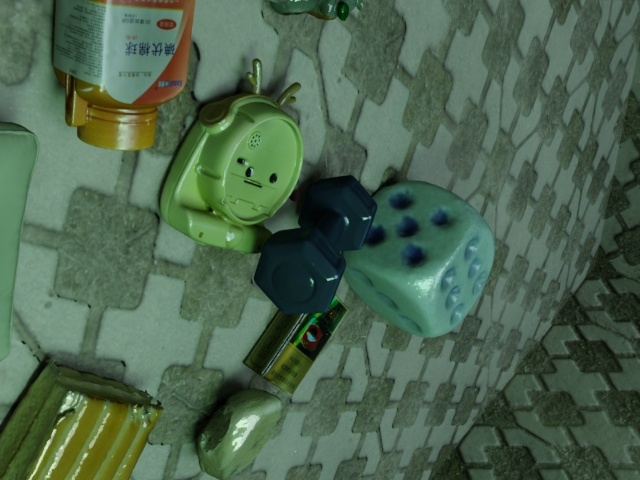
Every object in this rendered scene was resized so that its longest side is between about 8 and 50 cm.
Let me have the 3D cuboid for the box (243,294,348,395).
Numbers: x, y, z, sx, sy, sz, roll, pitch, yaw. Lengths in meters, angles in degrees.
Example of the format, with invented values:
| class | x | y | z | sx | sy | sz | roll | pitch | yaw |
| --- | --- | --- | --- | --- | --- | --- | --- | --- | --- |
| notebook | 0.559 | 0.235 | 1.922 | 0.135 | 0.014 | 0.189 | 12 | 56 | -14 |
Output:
| class | x | y | z | sx | sy | sz | roll | pitch | yaw |
| --- | --- | --- | --- | --- | --- | --- | --- | --- | --- |
| box | -0.049 | 0.206 | 1.540 | 0.240 | 0.071 | 0.159 | -56 | 144 | -10 |

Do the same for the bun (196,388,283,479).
| class | x | y | z | sx | sy | sz | roll | pitch | yaw |
| --- | --- | --- | --- | --- | --- | --- | --- | --- | --- |
| bun | -0.175 | 0.393 | 1.463 | 0.210 | 0.116 | 0.237 | -44 | 158 | -30 |

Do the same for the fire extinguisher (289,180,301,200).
| class | x | y | z | sx | sy | sz | roll | pitch | yaw |
| --- | --- | --- | --- | --- | --- | --- | --- | --- | --- |
| fire extinguisher | -0.064 | -0.114 | 1.334 | 0.046 | 0.032 | 0.100 | -15 | 134 | -6 |

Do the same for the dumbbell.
| class | x | y | z | sx | sy | sz | roll | pitch | yaw |
| --- | --- | --- | --- | --- | --- | --- | --- | --- | --- |
| dumbbell | 0.000 | 0.000 | 1.289 | 0.325 | 0.144 | 0.160 | -54 | 165 | -59 |

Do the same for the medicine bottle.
| class | x | y | z | sx | sy | sz | roll | pitch | yaw |
| --- | --- | --- | --- | --- | --- | --- | --- | --- | --- |
| medicine bottle | -0.253 | -0.236 | 0.899 | 0.149 | 0.112 | 0.222 | -16 | 126 | -48 |

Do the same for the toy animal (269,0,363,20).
| class | x | y | z | sx | sy | sz | roll | pitch | yaw |
| --- | --- | --- | --- | --- | --- | --- | --- | --- | --- |
| toy animal | -0.021 | -0.411 | 1.126 | 0.236 | 0.138 | 0.108 | -15 | 169 | -21 |

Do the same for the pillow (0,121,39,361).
| class | x | y | z | sx | sy | sz | roll | pitch | yaw |
| --- | --- | --- | --- | --- | --- | --- | --- | --- | --- |
| pillow | -0.458 | 0.017 | 0.792 | 0.255 | 0.119 | 0.322 | -5 | 114 | -53 |

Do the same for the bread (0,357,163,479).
| class | x | y | z | sx | sy | sz | roll | pitch | yaw |
| --- | --- | --- | --- | --- | --- | --- | --- | --- | --- |
| bread | -0.393 | 0.333 | 1.123 | 0.246 | 0.111 | 0.239 | -62 | 150 | -5 |

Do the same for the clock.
| class | x | y | z | sx | sy | sz | roll | pitch | yaw |
| --- | --- | --- | --- | --- | --- | --- | --- | --- | --- |
| clock | -0.122 | -0.136 | 1.168 | 0.235 | 0.096 | 0.308 | 15 | 100 | -56 |

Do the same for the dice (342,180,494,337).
| class | x | y | z | sx | sy | sz | roll | pitch | yaw |
| --- | --- | --- | --- | --- | --- | --- | --- | --- | --- |
| dice | 0.228 | 0.044 | 1.626 | 0.265 | 0.262 | 0.268 | -49 | 145 | -19 |
